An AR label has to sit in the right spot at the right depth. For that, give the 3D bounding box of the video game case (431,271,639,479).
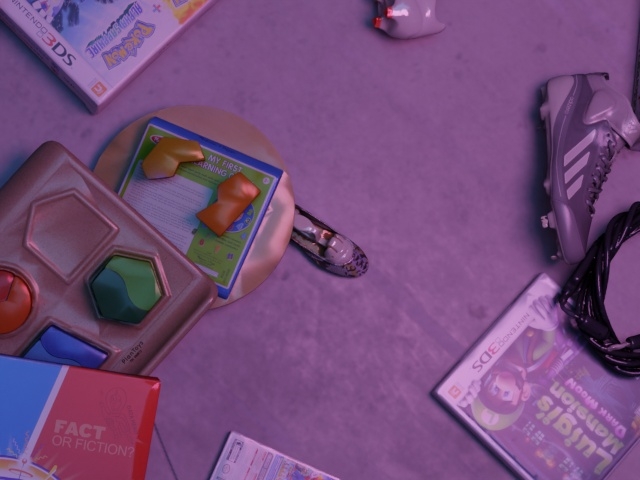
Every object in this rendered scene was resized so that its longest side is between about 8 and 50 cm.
[{"bbox_3d":[0.237,0.157,1.904,0.190,0.022,0.173,44,76,-1],"label":"video game case"}]

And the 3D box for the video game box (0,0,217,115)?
[{"bbox_3d":[-0.217,-0.261,1.880,0.187,0.048,0.205,45,76,-3],"label":"video game box"}]

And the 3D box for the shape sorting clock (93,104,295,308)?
[{"bbox_3d":[-0.128,-0.032,1.856,0.206,0.040,0.206,0,86,2],"label":"shape sorting clock"}]

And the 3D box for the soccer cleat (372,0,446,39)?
[{"bbox_3d":[0.088,-0.302,1.937,0.076,0.068,0.196,0,82,-25],"label":"soccer cleat"}]

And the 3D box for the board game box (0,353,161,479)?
[{"bbox_3d":[-0.293,0.265,1.746,0.242,0.064,0.316,9,88,-9],"label":"board game box"}]

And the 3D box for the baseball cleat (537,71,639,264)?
[{"bbox_3d":[0.276,-0.079,1.904,0.109,0.072,0.206,-7,72,13],"label":"baseball cleat"}]

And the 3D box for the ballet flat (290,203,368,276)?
[{"bbox_3d":[0.000,0.000,1.878,0.114,0.041,0.041,33,77,-4],"label":"ballet flat"}]

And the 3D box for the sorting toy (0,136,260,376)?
[{"bbox_3d":[-0.216,0.016,1.807,0.229,0.041,0.307,42,88,-1],"label":"sorting toy"}]

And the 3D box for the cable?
[{"bbox_3d":[0.337,0.047,1.916,0.150,0.047,0.184,39,67,-2],"label":"cable"}]

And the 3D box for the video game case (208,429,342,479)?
[{"bbox_3d":[-0.050,0.250,1.842,0.122,0.011,0.087,25,77,-5],"label":"video game case"}]

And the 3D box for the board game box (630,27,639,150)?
[{"bbox_3d":[0.485,-0.169,1.987,0.305,0.053,0.193,9,80,-9],"label":"board game box"}]
